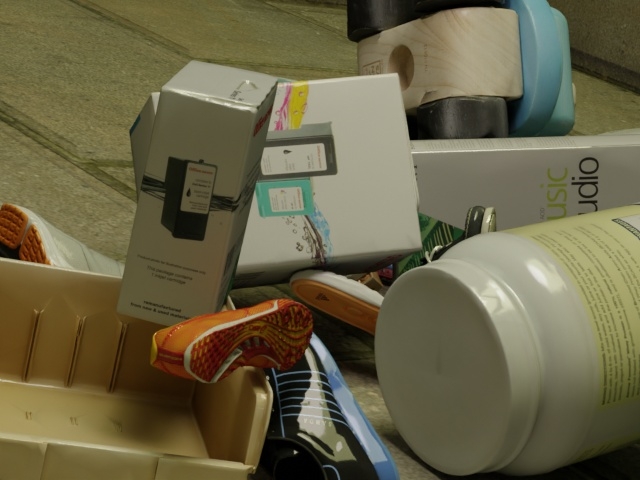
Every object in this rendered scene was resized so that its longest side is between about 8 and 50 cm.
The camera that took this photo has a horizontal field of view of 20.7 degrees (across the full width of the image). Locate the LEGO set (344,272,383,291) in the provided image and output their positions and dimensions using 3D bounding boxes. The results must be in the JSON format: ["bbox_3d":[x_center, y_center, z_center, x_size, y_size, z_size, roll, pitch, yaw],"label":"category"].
[{"bbox_3d":[0.000,0.000,2.211,0.287,0.107,0.132,31,57,35],"label":"LEGO set"}]

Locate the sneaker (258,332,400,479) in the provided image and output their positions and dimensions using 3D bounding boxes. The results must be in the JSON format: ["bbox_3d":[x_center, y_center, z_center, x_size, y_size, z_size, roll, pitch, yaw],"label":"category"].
[{"bbox_3d":[-0.025,0.151,1.521,0.090,0.081,0.232,-13,50,-33],"label":"sneaker"}]

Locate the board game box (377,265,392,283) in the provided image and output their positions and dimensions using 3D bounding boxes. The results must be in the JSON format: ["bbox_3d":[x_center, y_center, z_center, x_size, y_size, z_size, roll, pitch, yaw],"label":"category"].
[{"bbox_3d":[0.210,0.013,2.207,0.281,0.145,0.027,15,-18,5],"label":"board game box"}]

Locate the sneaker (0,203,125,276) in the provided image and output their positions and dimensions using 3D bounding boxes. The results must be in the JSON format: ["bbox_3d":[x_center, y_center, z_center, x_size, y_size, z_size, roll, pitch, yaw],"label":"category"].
[{"bbox_3d":[-0.247,0.047,1.808,0.121,0.099,0.262,8,22,-47],"label":"sneaker"}]

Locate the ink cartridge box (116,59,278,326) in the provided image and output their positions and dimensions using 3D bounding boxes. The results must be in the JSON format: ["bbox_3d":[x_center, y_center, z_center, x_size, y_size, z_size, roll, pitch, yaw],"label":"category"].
[{"bbox_3d":[-0.106,-0.042,1.536,0.087,0.208,0.153,14,15,2],"label":"ink cartridge box"}]

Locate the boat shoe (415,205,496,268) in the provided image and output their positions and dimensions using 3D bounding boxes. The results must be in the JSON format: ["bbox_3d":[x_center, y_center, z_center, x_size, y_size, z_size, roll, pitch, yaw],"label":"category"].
[{"bbox_3d":[0.138,0.042,1.856,0.079,0.233,0.084,15,55,1],"label":"boat shoe"}]

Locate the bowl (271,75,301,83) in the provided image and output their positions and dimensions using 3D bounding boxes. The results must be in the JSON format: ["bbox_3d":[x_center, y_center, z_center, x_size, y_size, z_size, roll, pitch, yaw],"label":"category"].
[{"bbox_3d":[-0.018,-0.115,2.393,0.311,0.163,0.311,11,13,-3],"label":"bowl"}]

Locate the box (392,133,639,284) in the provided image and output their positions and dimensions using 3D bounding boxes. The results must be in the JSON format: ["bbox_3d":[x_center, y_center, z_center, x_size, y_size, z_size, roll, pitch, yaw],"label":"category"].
[{"bbox_3d":[0.240,0.000,1.969,0.322,0.232,0.058,-2,16,-1],"label":"box"}]

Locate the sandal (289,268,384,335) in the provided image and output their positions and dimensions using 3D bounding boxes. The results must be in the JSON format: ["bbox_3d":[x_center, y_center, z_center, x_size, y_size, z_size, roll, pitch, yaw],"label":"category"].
[{"bbox_3d":[0.081,0.114,1.843,0.265,0.076,0.102,22,-21,-5],"label":"sandal"}]

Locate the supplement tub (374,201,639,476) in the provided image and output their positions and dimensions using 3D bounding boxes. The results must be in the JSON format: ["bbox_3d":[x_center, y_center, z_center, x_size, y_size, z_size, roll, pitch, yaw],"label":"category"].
[{"bbox_3d":[0.240,0.096,1.706,0.325,0.235,0.235,-10,27,-35],"label":"supplement tub"}]

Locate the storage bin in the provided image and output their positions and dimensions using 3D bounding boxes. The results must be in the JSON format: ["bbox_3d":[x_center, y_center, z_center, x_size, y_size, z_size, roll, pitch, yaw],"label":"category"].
[{"bbox_3d":[-0.198,0.123,1.496,0.262,0.123,0.260,10,15,-16],"label":"storage bin"}]

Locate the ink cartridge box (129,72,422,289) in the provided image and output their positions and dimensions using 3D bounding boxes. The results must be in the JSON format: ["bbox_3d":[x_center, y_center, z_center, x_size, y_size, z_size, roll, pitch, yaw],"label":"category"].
[{"bbox_3d":[-0.052,-0.057,1.893,0.270,0.197,0.198,-6,-7,-15],"label":"ink cartridge box"}]

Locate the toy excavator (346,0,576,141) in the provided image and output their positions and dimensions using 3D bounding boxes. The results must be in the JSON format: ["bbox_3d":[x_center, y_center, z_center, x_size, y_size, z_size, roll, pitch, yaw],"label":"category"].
[{"bbox_3d":[0.229,-0.191,2.231,0.445,0.222,0.433,2,-7,-31],"label":"toy excavator"}]

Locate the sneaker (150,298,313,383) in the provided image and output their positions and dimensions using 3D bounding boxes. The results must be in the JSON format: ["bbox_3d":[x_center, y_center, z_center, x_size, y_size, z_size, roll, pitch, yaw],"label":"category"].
[{"bbox_3d":[-0.069,0.076,1.436,0.067,0.064,0.175,13,9,36],"label":"sneaker"}]

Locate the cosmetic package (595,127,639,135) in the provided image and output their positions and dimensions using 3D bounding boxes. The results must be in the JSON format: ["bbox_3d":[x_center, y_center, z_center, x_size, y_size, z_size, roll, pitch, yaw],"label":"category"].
[{"bbox_3d":[0.564,-0.060,2.391,0.385,0.217,0.156,-6,5,30],"label":"cosmetic package"}]
